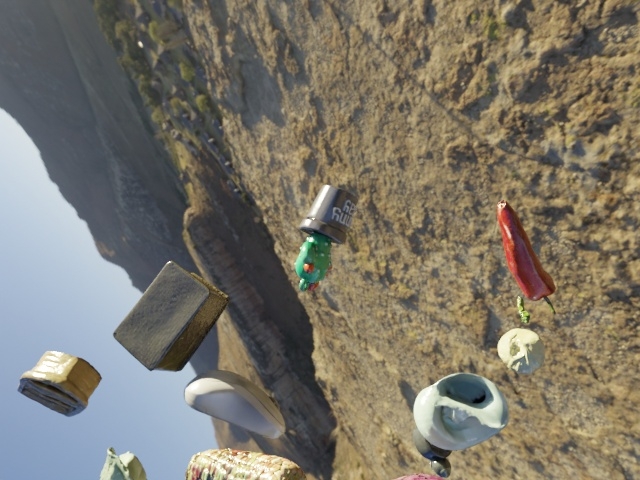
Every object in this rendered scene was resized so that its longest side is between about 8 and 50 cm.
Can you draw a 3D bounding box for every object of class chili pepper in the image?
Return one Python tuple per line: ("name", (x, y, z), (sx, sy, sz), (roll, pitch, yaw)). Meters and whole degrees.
("chili pepper", (0.489, 0.173, 0.991), (0.022, 0.083, 0.027), (16, 130, -2))
("chili pepper", (0.398, 0.043, 0.797), (0.272, 0.064, 0.071), (56, -161, -18))

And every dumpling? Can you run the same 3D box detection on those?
("dumpling", (-0.488, 0.616, 1.013), (0.153, 0.108, 0.218), (31, 142, 67))

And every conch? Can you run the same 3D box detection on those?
("conch", (0.342, 0.416, 1.018), (0.121, 0.221, 0.184), (-60, -43, -76))

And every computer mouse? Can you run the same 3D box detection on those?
("computer mouse", (-0.226, 0.439, 1.137), (0.297, 0.121, 0.184), (22, 161, -5))

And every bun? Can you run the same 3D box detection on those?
("bun", (0.375, 0.210, 0.775), (0.086, 0.055, 0.086), (-13, 73, 50))

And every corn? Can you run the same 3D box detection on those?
("corn", (-0.126, 0.381, 0.654), (0.254, 0.086, 0.086), (-18, 108, 40))

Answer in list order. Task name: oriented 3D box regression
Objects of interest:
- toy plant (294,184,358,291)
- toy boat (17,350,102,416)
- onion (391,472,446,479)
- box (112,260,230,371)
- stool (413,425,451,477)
("toy plant", (0.000, -0.001, 1.524), (0.186, 0.399, 0.279), (22, 176, -3))
("toy boat", (-0.455, 0.250, 0.724), (0.116, 0.061, 0.188), (39, 136, -18))
("onion", (0.253, 0.582, 0.874), (0.267, 0.350, 0.158), (104, 160, -55))
("box", (-0.429, 0.226, 1.206), (0.184, 0.273, 0.143), (31, 169, 18))
("stool", (0.492, 0.834, 1.690), (0.227, 0.154, 0.139), (58, 141, 19))
